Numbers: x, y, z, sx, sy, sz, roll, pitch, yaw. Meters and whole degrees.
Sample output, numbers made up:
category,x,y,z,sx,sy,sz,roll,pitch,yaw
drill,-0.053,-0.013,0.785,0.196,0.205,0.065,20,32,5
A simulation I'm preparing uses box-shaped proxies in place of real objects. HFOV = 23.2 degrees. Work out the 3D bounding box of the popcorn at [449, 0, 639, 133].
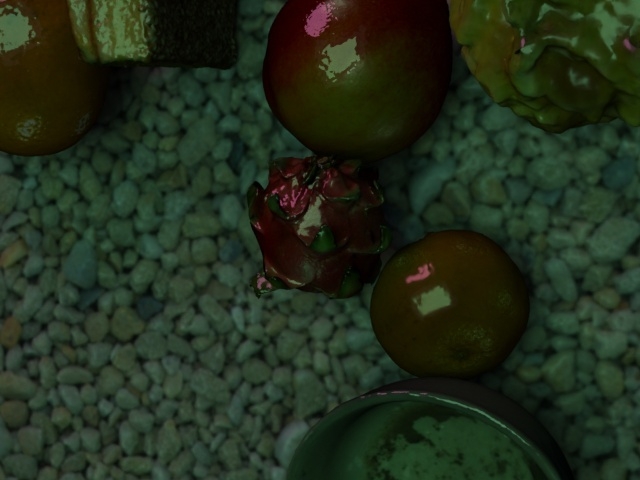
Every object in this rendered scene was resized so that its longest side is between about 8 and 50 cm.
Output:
category,x,y,z,sx,sy,sz,roll,pitch,yaw
popcorn,0.239,-0.209,1.386,0.249,0.225,0.249,-2,83,17

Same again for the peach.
category,x,y,z,sx,sy,sz,roll,pitch,yaw
peach,0.040,-0.176,1.486,0.197,0.197,0.197,1,93,21

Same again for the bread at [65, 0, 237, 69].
category,x,y,z,sx,sy,sz,roll,pitch,yaw
bread,-0.166,-0.261,1.536,0.110,0.234,0.184,0,94,18

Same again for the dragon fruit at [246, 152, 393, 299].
category,x,y,z,sx,sy,sz,roll,pitch,yaw
dragon fruit,-0.003,0.002,1.495,0.137,0.236,0.135,1,67,-5

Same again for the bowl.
category,x,y,z,sx,sy,sz,roll,pitch,yaw
bowl,0.124,0.243,1.479,0.289,0.146,0.289,8,113,20

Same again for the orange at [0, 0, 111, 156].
category,x,y,z,sx,sy,sz,roll,pitch,yaw
orange,-0.312,-0.203,1.601,0.240,0.171,0.240,20,113,60

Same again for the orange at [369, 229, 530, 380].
category,x,y,z,sx,sy,sz,roll,pitch,yaw
orange,0.121,0.059,1.487,0.154,0.154,0.134,-36,46,19
